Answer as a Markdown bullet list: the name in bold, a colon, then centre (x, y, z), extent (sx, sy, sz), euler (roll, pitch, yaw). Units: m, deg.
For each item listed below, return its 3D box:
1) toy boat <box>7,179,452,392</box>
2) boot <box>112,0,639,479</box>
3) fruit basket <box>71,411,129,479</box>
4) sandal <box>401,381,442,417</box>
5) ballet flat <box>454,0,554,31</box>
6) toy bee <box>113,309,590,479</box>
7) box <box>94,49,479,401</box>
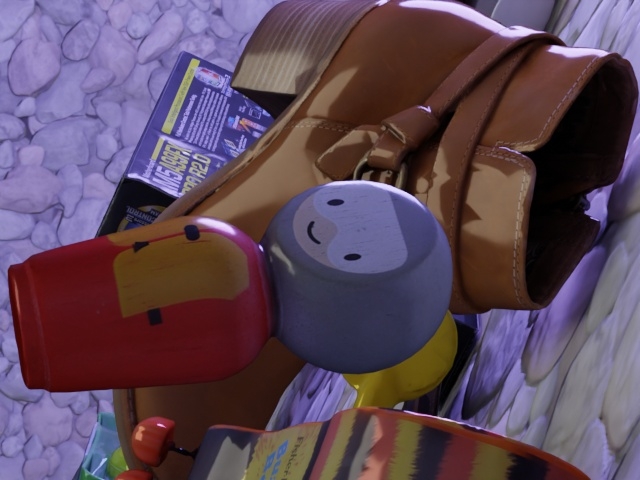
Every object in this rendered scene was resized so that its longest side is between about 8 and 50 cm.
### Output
- **toy boat**: centre (-0.007, 0.141, 0.637), extent (0.267, 0.148, 0.318), euler (144, 117, -76)
- **boot**: centre (0.027, 0.016, 0.951), extent (0.220, 0.109, 0.283), euler (15, 76, 42)
- **fruit basket**: centre (-0.110, 0.127, 1.635), extent (0.327, 0.165, 0.353), euler (-108, 33, -82)
- **sandal**: centre (0.008, 0.158, 1.055), extent (0.090, 0.060, 0.219), euler (-78, 13, -65)
- **ballet flat**: centre (0.138, -0.211, 1.301), extent (0.106, 0.107, 0.316), euler (7, 78, 63)
- **toy bee**: centre (-0.010, 0.129, 0.840), extent (0.298, 0.162, 0.195), euler (120, 170, -49)
- **box**: centre (-0.014, -0.015, 1.189), extent (0.270, 0.216, 0.060), euler (-83, 18, -70)
